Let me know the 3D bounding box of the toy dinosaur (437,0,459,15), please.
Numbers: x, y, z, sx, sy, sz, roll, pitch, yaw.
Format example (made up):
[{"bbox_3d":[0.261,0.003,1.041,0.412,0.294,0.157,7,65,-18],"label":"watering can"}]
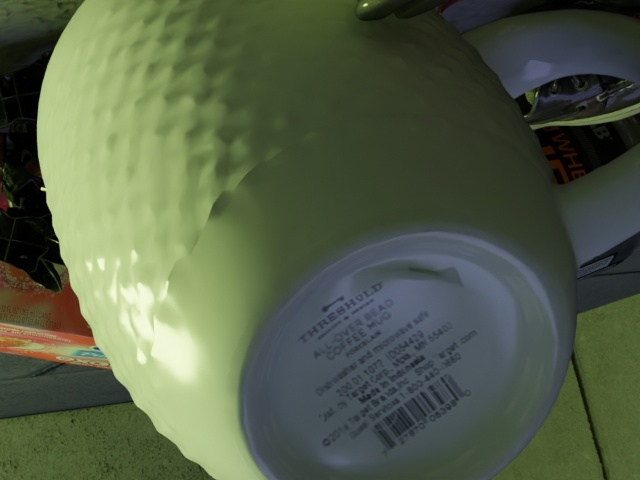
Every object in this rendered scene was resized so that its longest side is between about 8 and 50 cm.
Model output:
[{"bbox_3d":[0.132,-0.185,0.951,0.082,0.090,0.047,19,-175,1],"label":"toy dinosaur"}]

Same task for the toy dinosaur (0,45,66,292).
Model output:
[{"bbox_3d":[-0.202,-0.049,1.062,0.322,0.164,0.218,-19,-177,6],"label":"toy dinosaur"}]

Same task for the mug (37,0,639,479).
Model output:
[{"bbox_3d":[0.038,-0.027,0.775,0.374,0.276,0.328,-24,-149,-5],"label":"mug"}]

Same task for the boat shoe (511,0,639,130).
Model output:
[{"bbox_3d":[0.187,-0.142,1.128,0.285,0.102,0.092,-13,175,35],"label":"boat shoe"}]

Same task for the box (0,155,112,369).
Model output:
[{"bbox_3d":[-0.175,0.035,1.247,0.300,0.154,0.142,12,163,-19],"label":"box"}]

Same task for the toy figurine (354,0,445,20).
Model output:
[{"bbox_3d":[0.077,-0.206,0.618,0.213,0.148,0.209,-16,174,7],"label":"toy figurine"}]

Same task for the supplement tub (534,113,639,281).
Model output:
[{"bbox_3d":[0.181,-0.036,1.321,0.316,0.193,0.193,-21,173,-25],"label":"supplement tub"}]

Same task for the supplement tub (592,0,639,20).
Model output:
[{"bbox_3d":[0.216,-0.195,0.857,0.117,0.117,0.190,-21,166,34],"label":"supplement tub"}]
